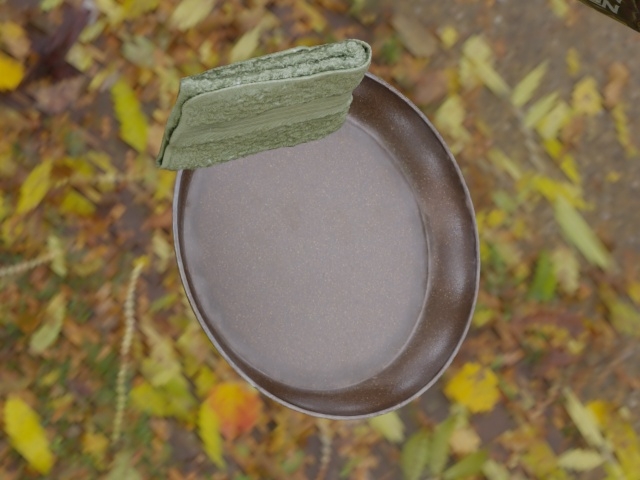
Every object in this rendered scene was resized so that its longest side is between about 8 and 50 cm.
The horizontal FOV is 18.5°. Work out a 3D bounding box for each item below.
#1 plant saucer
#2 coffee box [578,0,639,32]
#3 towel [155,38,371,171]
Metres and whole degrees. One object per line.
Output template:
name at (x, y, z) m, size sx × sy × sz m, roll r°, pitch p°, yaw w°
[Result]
plant saucer at (0.000, 0.000, 1.670) m, size 0.310 × 0.050 × 0.310 m, roll 8°, pitch 76°, yaw -33°
coffee box at (0.261, -0.310, 1.712) m, size 0.168 × 0.297 × 0.119 m, roll 27°, pitch 78°, yaw 9°
towel at (-0.040, -0.092, 1.370) m, size 0.148 × 0.110 × 0.027 m, roll -15°, pitch 65°, yaw -21°
